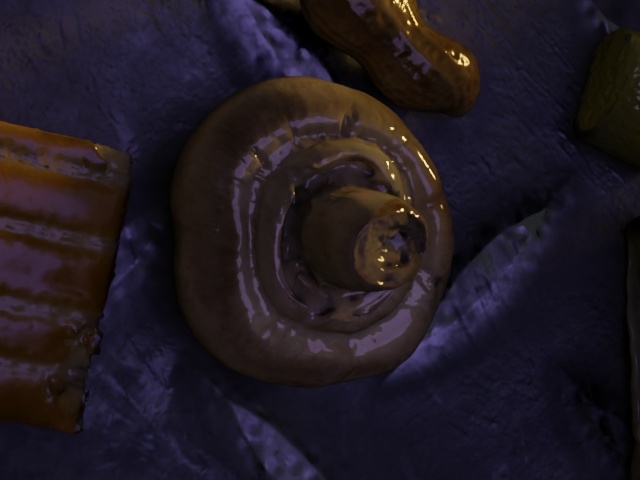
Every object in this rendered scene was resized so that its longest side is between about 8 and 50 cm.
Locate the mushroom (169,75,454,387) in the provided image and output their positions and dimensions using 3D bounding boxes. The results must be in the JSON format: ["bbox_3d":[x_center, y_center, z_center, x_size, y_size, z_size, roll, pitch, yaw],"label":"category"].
[{"bbox_3d":[0.000,0.000,1.258,0.260,0.234,0.254,34,83,-17],"label":"mushroom"}]

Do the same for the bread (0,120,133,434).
[{"bbox_3d":[-0.277,0.022,1.223,0.246,0.111,0.239,11,90,-22],"label":"bread"}]

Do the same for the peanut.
[{"bbox_3d":[0.065,-0.177,1.363,0.193,0.089,0.089,42,77,-20],"label":"peanut"}]

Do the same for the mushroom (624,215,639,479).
[{"bbox_3d":[0.392,0.129,1.410,0.212,0.217,0.292,11,86,-23],"label":"mushroom"}]

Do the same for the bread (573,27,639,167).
[{"bbox_3d":[0.310,-0.131,1.441,0.114,0.111,0.129,17,80,-11],"label":"bread"}]
